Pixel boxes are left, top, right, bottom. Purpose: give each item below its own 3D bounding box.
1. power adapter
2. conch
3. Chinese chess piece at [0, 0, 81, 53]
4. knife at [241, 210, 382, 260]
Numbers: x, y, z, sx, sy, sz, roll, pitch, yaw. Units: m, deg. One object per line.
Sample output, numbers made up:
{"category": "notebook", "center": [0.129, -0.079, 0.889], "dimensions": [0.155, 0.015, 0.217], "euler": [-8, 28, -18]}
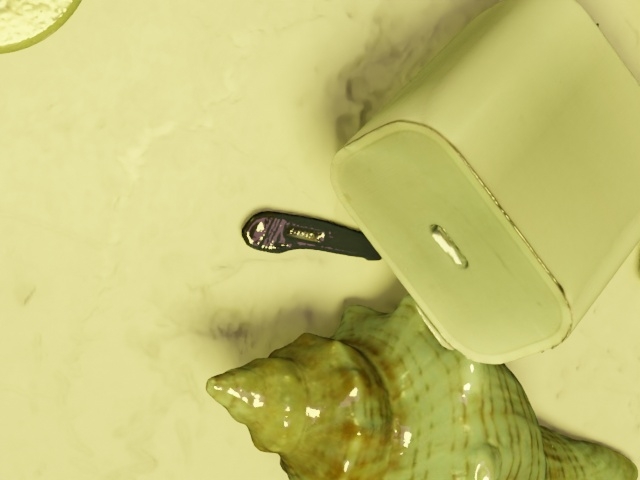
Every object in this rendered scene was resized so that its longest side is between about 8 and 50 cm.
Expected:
{"category": "power adapter", "center": [0.150, -0.064, 1.081], "dimensions": [0.187, 0.124, 0.255], "euler": [53, 52, -11]}
{"category": "conch", "center": [0.092, 0.151, 1.126], "dimensions": [0.386, 0.169, 0.203], "euler": [15, 75, -16]}
{"category": "Chinese chess piece", "center": [-0.223, -0.197, 1.035], "dimensions": [0.144, 0.058, 0.144], "euler": [-3, 105, -13]}
{"category": "knife", "center": [0.000, 0.000, 1.154], "dimensions": [0.121, 0.018, 0.031], "euler": [10, 95, -15]}
